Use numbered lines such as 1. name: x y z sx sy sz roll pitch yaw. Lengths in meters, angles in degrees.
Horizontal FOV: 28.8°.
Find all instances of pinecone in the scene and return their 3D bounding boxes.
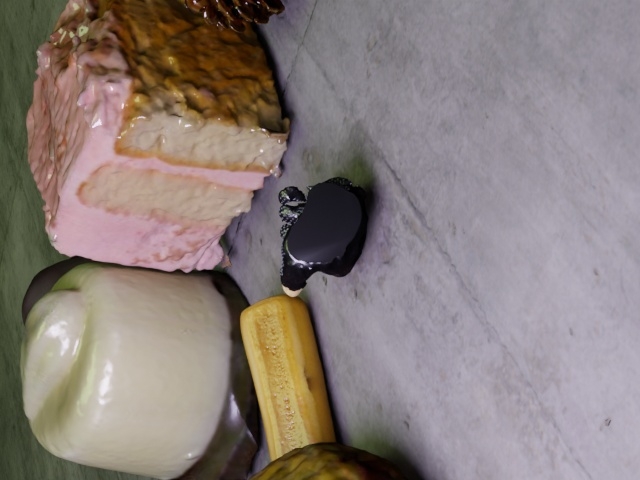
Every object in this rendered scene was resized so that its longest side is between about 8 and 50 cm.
1. pinecone: -0.097 -0.348 1.584 0.174 0.174 0.173 3 94 62

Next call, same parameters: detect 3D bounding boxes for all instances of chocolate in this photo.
1. chocolate: -0.283 0.194 1.766 0.314 0.297 0.326 -14 78 56

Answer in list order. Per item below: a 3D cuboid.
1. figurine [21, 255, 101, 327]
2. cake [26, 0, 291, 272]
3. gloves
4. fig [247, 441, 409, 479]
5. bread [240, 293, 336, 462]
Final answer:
1. figurine: -0.339 0.170 2.069 0.365 0.206 0.218 47 160 18
2. cake: -0.239 -0.163 1.703 0.306 0.293 0.314 -58 36 42
3. gloves: 0.003 -0.002 1.481 0.180 0.106 0.129 85 -178 -83
4. fig: -0.059 0.376 1.315 0.286 0.369 0.286 40 136 55
5. bread: -0.035 0.187 1.552 0.093 0.074 0.239 -21 68 18
